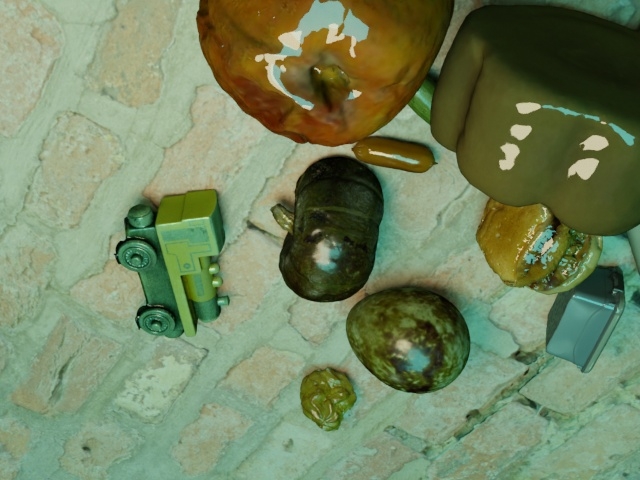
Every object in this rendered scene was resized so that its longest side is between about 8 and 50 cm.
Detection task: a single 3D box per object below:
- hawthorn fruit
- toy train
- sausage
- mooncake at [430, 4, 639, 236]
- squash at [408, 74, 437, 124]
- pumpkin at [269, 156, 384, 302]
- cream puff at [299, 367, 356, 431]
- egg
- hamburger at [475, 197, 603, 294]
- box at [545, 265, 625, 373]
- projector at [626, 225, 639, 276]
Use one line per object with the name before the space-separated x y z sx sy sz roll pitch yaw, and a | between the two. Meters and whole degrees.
hawthorn fruit | -0.005 -0.372 1.353 0.471 0.472 0.472 3 126 3
toy train | -0.319 0.070 1.882 0.237 0.150 0.369 -6 127 2
sausage | 0.154 -0.177 1.708 0.183 0.054 0.062 13 98 -1
mooncake | 0.424 -0.210 1.412 0.467 0.467 0.262 14 125 -5
squash | 0.242 -0.258 1.630 0.219 0.068 0.077 31 89 -18
pumpkin | 0.000 0.000 1.748 0.242 0.232 0.325 13 122 -1
cream puff | 0.015 0.406 2.094 0.156 0.156 0.121 -35 134 26
egg | 0.197 0.223 1.880 0.289 0.238 0.238 17 126 4
hamburger | 0.447 -0.011 1.705 0.163 0.244 0.244 9 129 -28
box | 0.597 0.168 1.857 0.130 0.162 0.227 18 126 5
projector | 0.685 -0.043 1.723 0.108 0.108 0.337 -19 121 18
